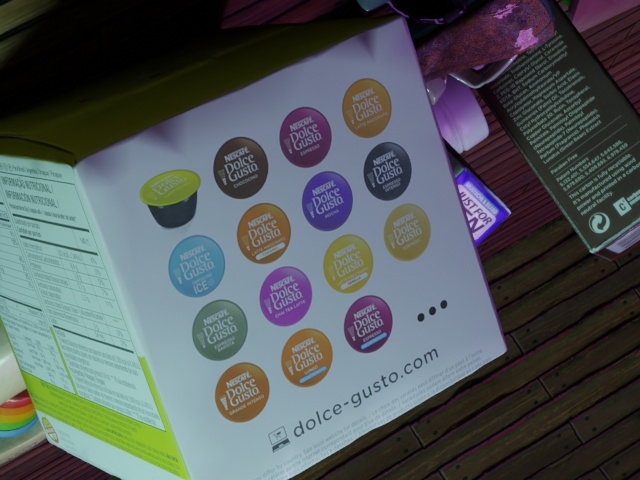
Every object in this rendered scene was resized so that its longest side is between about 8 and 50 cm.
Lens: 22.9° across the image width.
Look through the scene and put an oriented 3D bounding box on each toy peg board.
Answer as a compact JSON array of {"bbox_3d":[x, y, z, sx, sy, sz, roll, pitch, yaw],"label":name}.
[{"bbox_3d":[0.377,-0.373,2.074,0.161,0.079,0.160,-27,151,-25],"label":"toy peg board"}]

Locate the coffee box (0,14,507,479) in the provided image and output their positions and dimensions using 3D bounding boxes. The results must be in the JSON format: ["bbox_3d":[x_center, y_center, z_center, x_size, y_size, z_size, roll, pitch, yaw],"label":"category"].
[{"bbox_3d":[-0.098,0.004,1.454,0.337,0.334,0.338,-27,-161,-27],"label":"coffee box"}]

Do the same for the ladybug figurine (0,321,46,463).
[{"bbox_3d":[-0.395,0.152,1.941,0.305,0.162,0.449,-27,166,-29],"label":"ladybug figurine"}]

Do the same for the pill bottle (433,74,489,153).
[{"bbox_3d":[0.032,-0.102,1.962,0.334,0.188,0.188,-33,167,-3],"label":"pill bottle"}]

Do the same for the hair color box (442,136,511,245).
[{"bbox_3d":[0.032,0.016,1.799,0.339,0.185,0.110,-45,129,8],"label":"hair color box"}]

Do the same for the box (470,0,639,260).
[{"bbox_3d":[0.275,-0.169,1.852,0.143,0.381,0.191,-38,167,12],"label":"box"}]

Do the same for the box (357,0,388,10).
[{"bbox_3d":[0.131,-0.367,1.217,0.296,0.183,0.294,-30,166,-16],"label":"box"}]

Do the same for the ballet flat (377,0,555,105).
[{"bbox_3d":[0.120,-0.203,1.734,0.123,0.123,0.348,-22,-179,-40],"label":"ballet flat"}]

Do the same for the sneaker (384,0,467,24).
[{"bbox_3d":[0.108,-0.279,1.566,0.293,0.146,0.102,-17,160,-49],"label":"sneaker"}]
